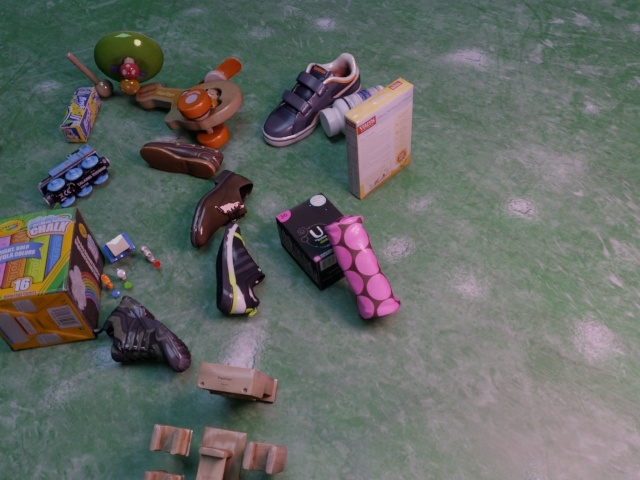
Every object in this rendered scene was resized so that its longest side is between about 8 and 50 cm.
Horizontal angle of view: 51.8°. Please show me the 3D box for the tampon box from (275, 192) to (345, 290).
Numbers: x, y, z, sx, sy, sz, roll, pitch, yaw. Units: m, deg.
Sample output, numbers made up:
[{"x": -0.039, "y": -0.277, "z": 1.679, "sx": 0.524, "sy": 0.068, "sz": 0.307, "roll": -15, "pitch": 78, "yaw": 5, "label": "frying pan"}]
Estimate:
[{"x": 0.000, "y": 0.000, "z": 1.405, "sx": 0.120, "sy": 0.101, "sz": 0.161, "roll": -29, "pitch": 53, "yaw": -18, "label": "tampon box"}]

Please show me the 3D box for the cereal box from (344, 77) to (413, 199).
[{"x": 0.134, "y": -0.226, "z": 1.487, "sx": 0.173, "sy": 0.240, "sz": 0.047, "roll": -36, "pitch": 56, "yaw": -22, "label": "cereal box"}]

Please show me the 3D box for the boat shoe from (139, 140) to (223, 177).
[{"x": -0.343, "y": -0.209, "z": 1.639, "sx": 0.207, "sy": 0.073, "sz": 0.073, "roll": 15, "pitch": 52, "yaw": 9, "label": "boat shoe"}]

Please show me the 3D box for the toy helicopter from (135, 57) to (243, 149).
[{"x": -0.350, "y": -0.385, "z": 1.750, "sx": 0.355, "sy": 0.140, "sz": 0.235, "roll": 15, "pitch": 59, "yaw": 33, "label": "toy helicopter"}]

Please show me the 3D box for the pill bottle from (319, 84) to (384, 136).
[{"x": 0.088, "y": -0.323, "z": 1.667, "sx": 0.169, "sy": 0.094, "sz": 0.094, "roll": -22, "pitch": 52, "yaw": -11, "label": "pill bottle"}]

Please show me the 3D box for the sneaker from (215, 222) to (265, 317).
[{"x": -0.168, "y": 0.067, "z": 1.402, "sx": 0.097, "sy": 0.084, "sz": 0.234, "roll": 9, "pitch": 49, "yaw": -17, "label": "sneaker"}]

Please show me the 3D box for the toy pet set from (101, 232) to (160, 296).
[{"x": -0.434, "y": 0.049, "z": 1.456, "sx": 0.122, "sy": 0.065, "sz": 0.114, "roll": -36, "pitch": 91, "yaw": -18, "label": "toy pet set"}]

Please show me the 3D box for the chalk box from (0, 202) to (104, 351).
[{"x": -0.571, "y": 0.053, "z": 1.376, "sx": 0.179, "sy": 0.180, "sz": 0.289, "roll": -10, "pitch": 49, "yaw": -2, "label": "chalk box"}]

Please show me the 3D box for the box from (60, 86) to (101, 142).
[{"x": -0.648, "y": -0.342, "z": 1.786, "sx": 0.054, "sy": 0.059, "sz": 0.169, "roll": -2, "pitch": 50, "yaw": 6, "label": "box"}]

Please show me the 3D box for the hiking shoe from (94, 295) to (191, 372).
[{"x": -0.348, "y": 0.209, "z": 1.298, "sx": 0.227, "sy": 0.086, "sz": 0.114, "roll": 32, "pitch": 74, "yaw": 34, "label": "hiking shoe"}]

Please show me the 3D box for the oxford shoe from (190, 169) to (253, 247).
[{"x": -0.222, "y": -0.071, "z": 1.503, "sx": 0.096, "sy": 0.083, "sz": 0.227, "roll": 18, "pitch": 56, "yaw": 14, "label": "oxford shoe"}]

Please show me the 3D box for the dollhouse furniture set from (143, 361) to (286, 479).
[{"x": -0.161, "y": 0.347, "z": 1.145, "sx": 0.212, "sy": 0.161, "sz": 0.242, "roll": 6, "pitch": 74, "yaw": 11, "label": "dollhouse furniture set"}]

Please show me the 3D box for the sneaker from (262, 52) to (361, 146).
[{"x": -0.029, "y": -0.375, "z": 1.705, "sx": 0.321, "sy": 0.127, "sz": 0.126, "roll": -40, "pitch": 59, "yaw": -22, "label": "sneaker"}]

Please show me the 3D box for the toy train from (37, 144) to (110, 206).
[{"x": -0.609, "y": -0.155, "z": 1.620, "sx": 0.184, "sy": 0.080, "sz": 0.105, "roll": -41, "pitch": 49, "yaw": -22, "label": "toy train"}]

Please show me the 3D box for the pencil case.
[{"x": 0.081, "y": 0.049, "z": 1.290, "sx": 0.095, "sy": 0.209, "sz": 0.098, "roll": -18, "pitch": 9, "yaw": 25, "label": "pencil case"}]

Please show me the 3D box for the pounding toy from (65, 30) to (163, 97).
[{"x": -0.539, "y": -0.451, "z": 1.776, "sx": 0.237, "sy": 0.183, "sz": 0.110, "roll": -16, "pitch": 63, "yaw": 13, "label": "pounding toy"}]
